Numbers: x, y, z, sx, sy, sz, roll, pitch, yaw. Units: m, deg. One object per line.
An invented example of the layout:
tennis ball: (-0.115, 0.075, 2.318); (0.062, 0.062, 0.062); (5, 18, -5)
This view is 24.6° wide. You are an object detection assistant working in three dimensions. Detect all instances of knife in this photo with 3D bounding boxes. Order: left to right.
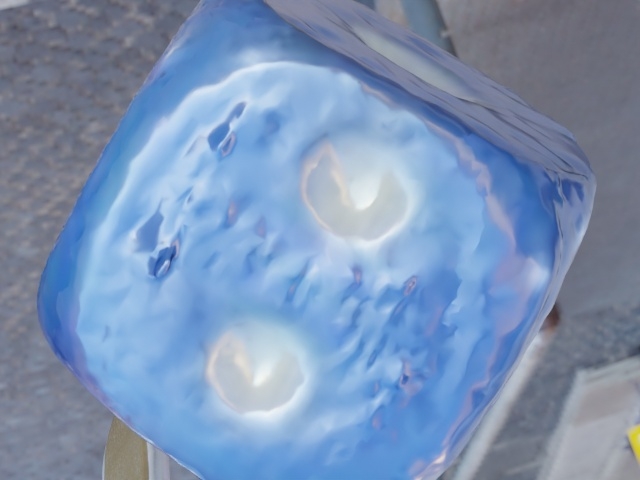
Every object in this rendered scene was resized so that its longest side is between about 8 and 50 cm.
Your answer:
knife: (-0.070, 0.117, 0.565); (0.022, 0.256, 0.046); (26, 109, -16)

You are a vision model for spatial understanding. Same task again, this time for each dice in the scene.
dice: (0.000, 0.000, 0.488); (0.146, 0.143, 0.146); (-57, -178, 12)
